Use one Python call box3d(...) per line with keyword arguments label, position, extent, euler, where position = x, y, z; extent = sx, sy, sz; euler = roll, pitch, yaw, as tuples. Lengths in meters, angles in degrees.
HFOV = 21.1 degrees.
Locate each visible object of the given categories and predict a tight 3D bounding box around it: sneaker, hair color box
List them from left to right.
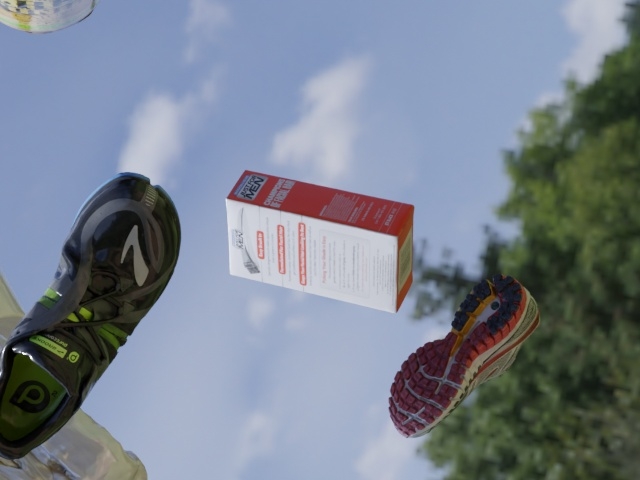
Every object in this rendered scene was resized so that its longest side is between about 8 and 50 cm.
box3d(label="sneaker", position=(-0.136, 0.049, 0.979), extent=(0.188, 0.067, 0.078), euler=(-58, 11, 12))
box3d(label="hair color box", position=(0.000, 0.000, 1.578), extent=(0.053, 0.167, 0.093), euler=(-60, -23, -47))
box3d(label="sneaker", position=(0.172, 0.146, 1.986), extent=(0.225, 0.088, 0.092), euler=(-46, -41, 8))

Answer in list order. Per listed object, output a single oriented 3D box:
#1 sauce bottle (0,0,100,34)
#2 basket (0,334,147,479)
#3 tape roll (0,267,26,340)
box3d(label="sauce bottle", position=(-0.182, -0.206, 1.083), extent=(0.344, 0.111, 0.111), euler=(163, 120, -83))
box3d(label="basket", position=(-0.314, 0.199, 1.220), extent=(0.266, 0.328, 0.331), euler=(-44, -21, -22))
box3d(label="tape roll", position=(-0.510, 0.128, 2.148), extent=(0.286, 0.100, 0.286), euler=(-30, -11, -7))
